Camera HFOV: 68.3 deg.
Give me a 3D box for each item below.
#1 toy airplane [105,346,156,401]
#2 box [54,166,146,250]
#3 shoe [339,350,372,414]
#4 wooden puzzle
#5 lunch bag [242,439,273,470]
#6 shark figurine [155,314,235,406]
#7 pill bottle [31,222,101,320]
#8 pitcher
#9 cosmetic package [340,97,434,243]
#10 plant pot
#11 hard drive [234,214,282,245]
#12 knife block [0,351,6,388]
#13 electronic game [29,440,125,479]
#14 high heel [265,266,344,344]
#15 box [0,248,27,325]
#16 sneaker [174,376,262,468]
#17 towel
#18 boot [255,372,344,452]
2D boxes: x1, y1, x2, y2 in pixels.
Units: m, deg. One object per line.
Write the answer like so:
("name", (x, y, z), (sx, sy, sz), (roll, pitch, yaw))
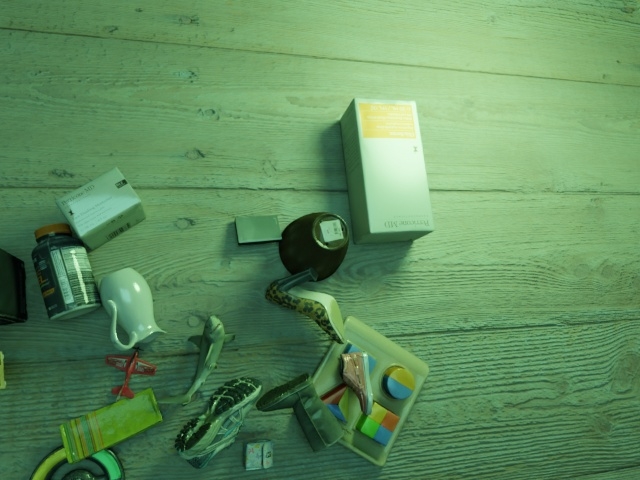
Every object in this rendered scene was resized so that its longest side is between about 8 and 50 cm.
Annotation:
("toy airplane", (-0.522, 0.366, 1.290), (0.151, 0.028, 0.151), (0, 67, 0))
("box", (-0.596, -0.083, 1.300), (0.180, 0.182, 0.119), (-36, 89, -20))
("shoe", (0.100, 0.412, 1.361), (0.081, 0.063, 0.178), (-2, 76, -12))
("wooden puzzle", (0.142, 0.450, 1.429), (0.322, 0.080, 0.348), (33, 71, -5))
("lunch bag", (-0.172, 0.599, 1.324), (0.083, 0.053, 0.071), (6, 77, -23))
("shark figurine", (-0.346, 0.329, 1.334), (0.116, 0.166, 0.279), (23, 89, 17))
("pill bottle", (-0.687, 0.080, 1.265), (0.130, 0.130, 0.246), (-18, 82, -18))
("pitcher", (-0.520, 0.186, 1.264), (0.125, 0.177, 0.207), (-27, 87, 12))
("cosmetic package", (0.214, -0.228, 1.568), (0.229, 0.161, 0.454), (-3, 79, -16))
("plant pot", (0.000, 0.000, 1.418), (0.215, 0.230, 0.216), (4, 76, -15))
("hard drive", (-0.194, -0.033, 1.469), (0.135, 0.022, 0.094), (-5, 59, -17))
("knife block", (-0.899, 0.335, 1.095), (0.241, 0.275, 0.088), (-2, 76, -46))
("electronic game", (-0.618, 0.629, 1.196), (0.229, 0.048, 0.230), (4, 75, -14))
("high heel", (-0.045, 0.220, 1.431), (0.186, 0.093, 0.262), (-23, 100, 25))
("box", (-0.903, 0.115, 1.111), (0.295, 0.294, 0.183), (-6, 79, -17))
("sneaker", (-0.267, 0.501, 1.309), (0.283, 0.110, 0.122), (-39, 124, -32))
("towel", (-0.547, 0.483, 1.241), (0.237, 0.021, 0.102), (-19, 73, -26))
("boot", (-0.057, 0.502, 1.330), (0.189, 0.076, 0.209), (-24, 103, 1))
